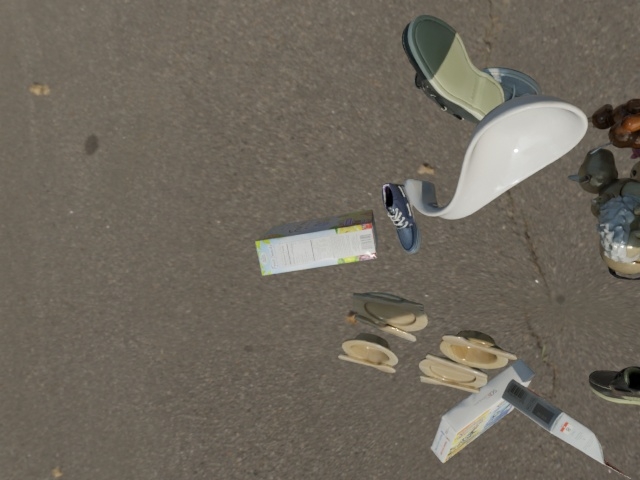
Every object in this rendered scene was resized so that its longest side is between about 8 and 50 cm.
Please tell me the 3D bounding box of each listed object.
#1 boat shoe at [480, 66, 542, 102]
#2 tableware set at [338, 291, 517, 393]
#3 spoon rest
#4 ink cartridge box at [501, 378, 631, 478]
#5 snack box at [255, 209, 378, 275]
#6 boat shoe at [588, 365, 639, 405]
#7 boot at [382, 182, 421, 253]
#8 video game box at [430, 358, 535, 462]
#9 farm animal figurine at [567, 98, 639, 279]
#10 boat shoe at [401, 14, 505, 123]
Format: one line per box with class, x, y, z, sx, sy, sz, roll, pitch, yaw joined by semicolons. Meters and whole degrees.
boat shoe;0.474;-0.308;1.382;0.118;0.320;0.103;10;76;41
tableware set;0.089;0.096;0.503;0.141;0.169;0.020;17;61;7
spoon rest;0.213;-0.095;0.734;0.276;0.137;0.084;-37;52;56
ink cartridge box;0.411;0.308;0.943;0.179;0.145;0.045;29;90;-14
snack box;0.000;0.000;1.056;0.206;0.174;0.070;-10;99;7
boat shoe;0.633;0.288;1.145;0.080;0.223;0.074;-29;101;-18
boot;0.206;-0.058;1.494;0.069;0.086;0.190;-21;74;40
video game box;0.320;0.342;1.136;0.205;0.187;0.048;-30;55;-18
farm animal figurine;0.549;-0.084;1.018;0.172;0.330;0.327;-11;65;43
boat shoe;0.250;-0.334;1.160;0.113;0.340;0.127;10;85;46
